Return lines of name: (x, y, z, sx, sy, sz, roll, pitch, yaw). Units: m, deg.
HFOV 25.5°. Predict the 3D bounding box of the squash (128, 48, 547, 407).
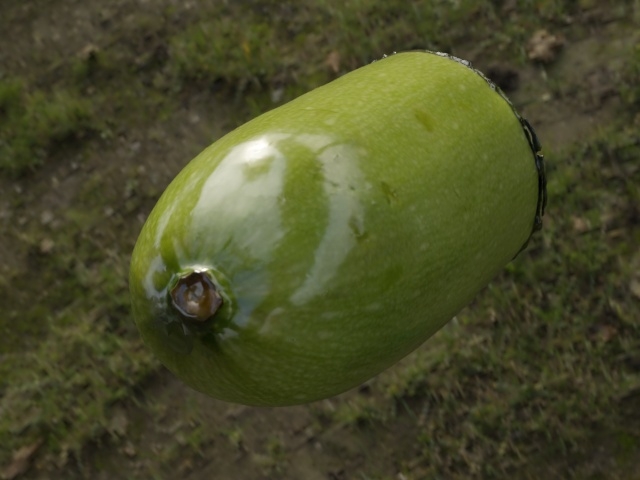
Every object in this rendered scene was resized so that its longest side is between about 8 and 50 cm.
squash: (0.000, 0.000, 0.647, 0.133, 0.132, 0.247, 8, 22, 29)
